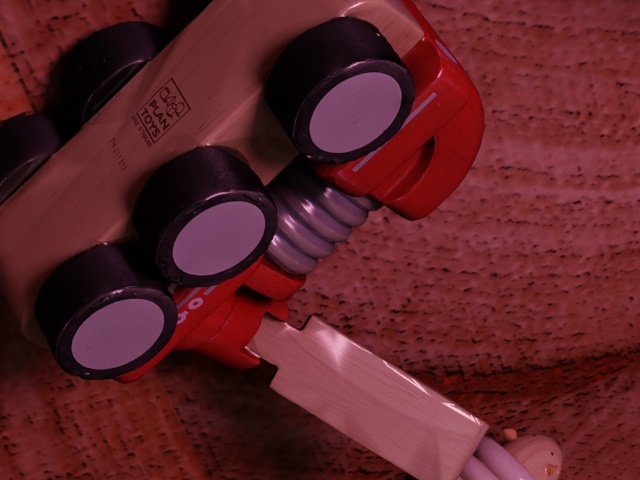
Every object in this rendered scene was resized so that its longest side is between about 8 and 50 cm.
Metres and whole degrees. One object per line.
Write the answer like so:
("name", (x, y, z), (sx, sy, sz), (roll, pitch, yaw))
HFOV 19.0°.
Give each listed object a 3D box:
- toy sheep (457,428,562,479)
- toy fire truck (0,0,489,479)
("toy sheep", (0.088, 0.161, 1.089), (0.132, 0.091, 0.091), (-47, 132, -7))
("toy fire truck", (0.000, 0.000, 0.890), (0.217, 0.158, 0.246), (-43, 143, 13))
